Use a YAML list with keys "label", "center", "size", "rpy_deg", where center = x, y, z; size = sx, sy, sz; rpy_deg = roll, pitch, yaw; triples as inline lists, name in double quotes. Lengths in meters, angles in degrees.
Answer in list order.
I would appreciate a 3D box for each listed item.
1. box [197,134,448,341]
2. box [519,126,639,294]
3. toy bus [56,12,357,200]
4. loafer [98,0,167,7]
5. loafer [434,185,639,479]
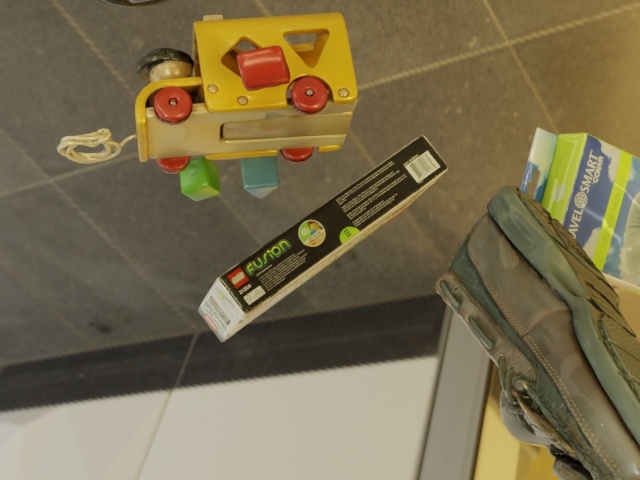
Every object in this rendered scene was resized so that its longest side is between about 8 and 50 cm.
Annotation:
- label: "box"
  center: [0.000, 0.000, 0.851]
  size: [0.036, 0.207, 0.114]
  rpy_deg: [53, 158, 4]
- label: "box"
  center: [0.251, -0.020, 0.907]
  size: [0.178, 0.109, 0.042]
  rpy_deg: [19, 173, -26]
- label: "toy bus"
  center: [-0.071, -0.120, 0.812]
  size: [0.191, 0.104, 0.202]
  rpy_deg: [-22, 156, 32]
- label: "loafer"
  center: [0.015, -0.201, 0.510]
  size: [0.095, 0.303, 0.109]
  rpy_deg: [29, 151, 53]
- label: "loafer"
  center: [0.124, 0.069, 0.537]
  size: [0.096, 0.267, 0.084]
  rpy_deg: [37, 109, -24]
